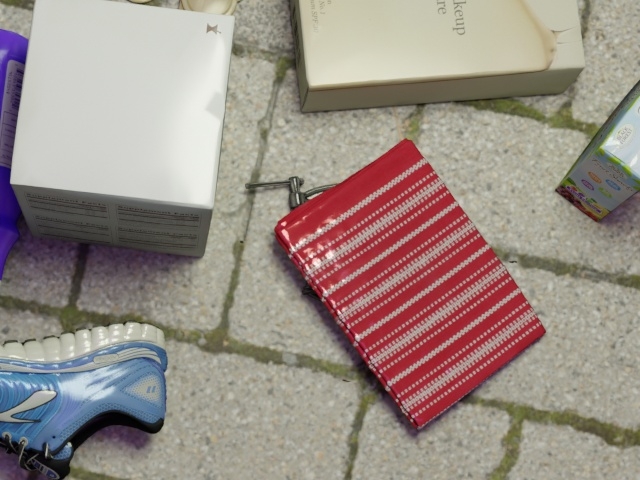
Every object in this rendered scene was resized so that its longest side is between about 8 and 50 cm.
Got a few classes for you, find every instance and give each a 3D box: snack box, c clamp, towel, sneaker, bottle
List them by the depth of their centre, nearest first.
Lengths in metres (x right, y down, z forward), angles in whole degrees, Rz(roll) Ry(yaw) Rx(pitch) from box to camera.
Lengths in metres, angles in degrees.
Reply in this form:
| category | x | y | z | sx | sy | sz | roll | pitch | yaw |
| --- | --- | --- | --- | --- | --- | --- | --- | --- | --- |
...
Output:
| category | x | y | z | sx | sy | sz | roll | pitch | yaw |
| --- | --- | --- | --- | --- | --- | --- | --- | --- | --- |
| sneaker | -0.315 | 0.181 | 1.644 | 0.330 | 0.130 | 0.147 | -10 | 79 | -8 |
| bottle | -0.358 | -0.079 | 1.691 | 0.092 | 0.118 | 0.283 | 3 | 80 | 11 |
| snack box | 0.352 | -0.123 | 1.724 | 0.070 | 0.207 | 0.174 | 38 | 78 | 2 |
| towel | 0.099 | 0.044 | 1.749 | 0.199 | 0.031 | 0.275 | -35 | 88 | -17 |
| c clamp | 0.000 | 0.000 | 1.764 | 0.137 | 0.022 | 0.160 | -13 | 81 | -14 |

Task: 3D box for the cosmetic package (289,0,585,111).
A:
| category | x | y | z | sx | sy | sz | roll | pitch | yaw |
| --- | --- | --- | --- | --- | --- | --- | --- | --- | --- |
| cosmetic package | 0.126 | -0.241 | 1.773 | 0.309 | 0.113 | 0.160 | -6 | 80 | -6 |

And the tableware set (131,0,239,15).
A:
| category | x | y | z | sx | sy | sz | roll | pitch | yaw |
| --- | --- | --- | --- | --- | --- | --- | --- | --- | --- |
| tableware set | -0.160 | -0.323 | 1.806 | 0.169 | 0.020 | 0.141 | 15 | 81 | -4 |

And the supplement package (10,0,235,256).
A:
| category | x | y | z | sx | sy | sz | roll | pitch | yaw |
| --- | --- | --- | --- | --- | --- | --- | --- | --- | --- |
| supplement package | -0.200 | -0.112 | 1.639 | 0.198 | 0.262 | 0.199 | 7 | 79 | -5 |
